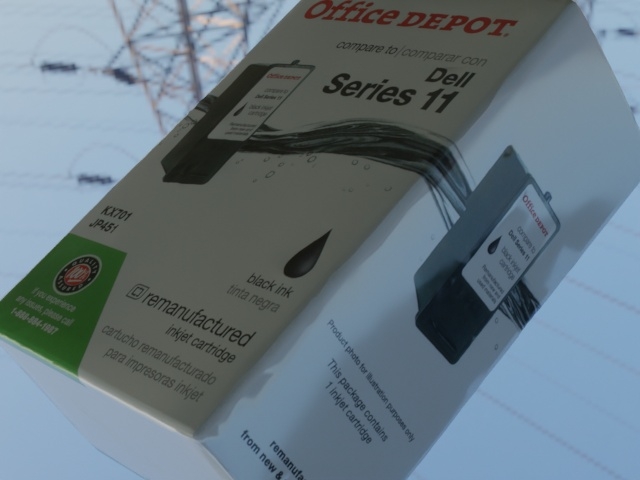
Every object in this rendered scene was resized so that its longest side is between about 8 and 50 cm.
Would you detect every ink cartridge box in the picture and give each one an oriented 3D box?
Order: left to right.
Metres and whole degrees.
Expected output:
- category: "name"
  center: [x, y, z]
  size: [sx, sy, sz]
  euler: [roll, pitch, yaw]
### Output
- category: "ink cartridge box"
  center: [0.000, 0.000, 0.486]
  size: [0.153, 0.087, 0.208]
  euler: [16, -123, 48]
